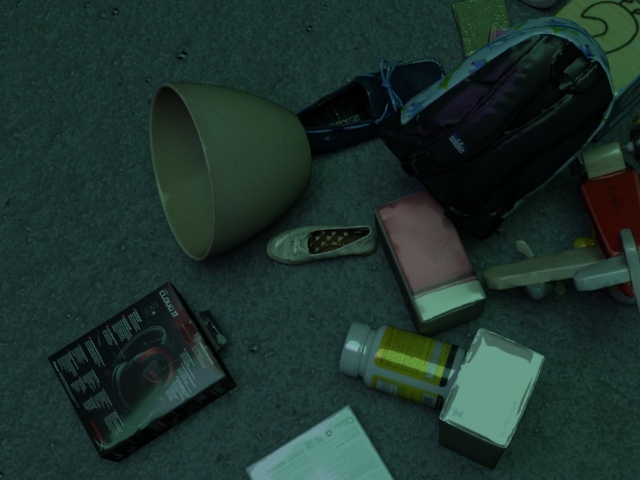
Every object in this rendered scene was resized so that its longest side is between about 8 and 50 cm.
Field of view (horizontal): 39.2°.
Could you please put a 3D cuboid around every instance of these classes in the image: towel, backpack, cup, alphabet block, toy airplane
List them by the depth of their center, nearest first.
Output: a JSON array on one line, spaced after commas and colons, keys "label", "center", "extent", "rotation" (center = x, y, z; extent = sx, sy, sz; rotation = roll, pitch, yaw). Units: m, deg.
[{"label": "backpack", "center": [0.331, -0.225, 1.553], "extent": [0.290, 0.355, 0.273], "rotation": [44, 39, -5]}, {"label": "toy airplane", "center": [0.535, 0.019, 1.557], "extent": [0.384, 0.272, 0.386], "rotation": [-40, 38, -21]}, {"label": "cup", "center": [-0.157, -0.146, 1.691], "extent": [0.237, 0.331, 0.331], "rotation": [-13, 68, -26]}, {"label": "alphabet block", "center": [0.533, -0.345, 1.722], "extent": [0.192, 0.193, 0.197], "rotation": [-43, 72, -11]}, {"label": "towel", "center": [0.340, -0.441, 1.861], "extent": [0.110, 0.027, 0.148], "rotation": [-11, 69, 1]}]

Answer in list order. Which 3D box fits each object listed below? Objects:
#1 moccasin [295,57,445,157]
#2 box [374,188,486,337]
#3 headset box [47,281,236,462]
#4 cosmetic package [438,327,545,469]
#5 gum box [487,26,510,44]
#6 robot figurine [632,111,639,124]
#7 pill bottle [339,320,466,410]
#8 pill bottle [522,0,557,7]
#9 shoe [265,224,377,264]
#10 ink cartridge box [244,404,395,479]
[{"label": "moccasin", "center": [0.100, -0.265, 1.778], "extent": [0.342, 0.117, 0.138], "rotation": [-31, 71, -5]}, {"label": "box", "center": [0.198, 0.043, 1.647], "extent": [0.127, 0.148, 0.232], "rotation": [-21, 71, -2]}, {"label": "headset box", "center": [-0.313, 0.234, 1.656], "extent": [0.293, 0.110, 0.218], "rotation": [-33, 71, -5]}, {"label": "cosmetic package", "center": [0.274, 0.269, 1.477], "extent": [0.113, 0.309, 0.160], "rotation": [24, 76, 14]}, {"label": "gum box", "center": [0.346, -0.320, 1.734], "extent": [0.062, 0.188, 0.107], "rotation": [5, 73, 7]}, {"label": "robot figurine", "center": [0.718, -0.175, 1.649], "extent": [0.291, 0.211, 0.085], "rotation": [28, 109, 5]}, {"label": "pill bottle", "center": [0.146, 0.220, 1.608], "extent": [0.208, 0.119, 0.119], "rotation": [16, 74, 11]}, {"label": "pill bottle", "center": [0.486, -0.601, 1.849], "extent": [0.124, 0.124, 0.221], "rotation": [31, 78, 15]}, {"label": "shoe", "center": [0.000, 0.000, 1.730], "extent": [0.219, 0.058, 0.076], "rotation": [-6, 71, 4]}, {"label": "ink cartridge box", "center": [0.015, 0.442, 1.585], "extent": [0.223, 0.045, 0.224], "rotation": [-30, 72, -4]}]
